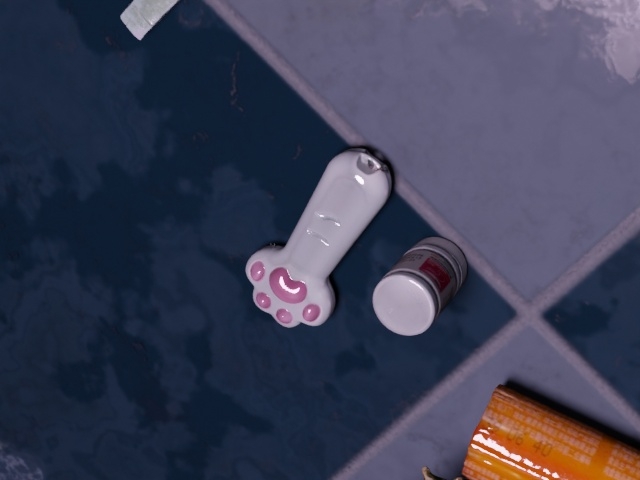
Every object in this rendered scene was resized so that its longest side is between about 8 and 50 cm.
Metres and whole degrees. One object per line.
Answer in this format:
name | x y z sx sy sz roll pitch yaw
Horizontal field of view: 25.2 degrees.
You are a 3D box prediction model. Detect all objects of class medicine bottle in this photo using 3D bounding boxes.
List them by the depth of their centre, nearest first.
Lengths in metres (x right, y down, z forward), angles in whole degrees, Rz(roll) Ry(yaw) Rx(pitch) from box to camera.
medicine bottle | 0.088 0.039 1.251 0.058 0.091 0.058 10 117 21

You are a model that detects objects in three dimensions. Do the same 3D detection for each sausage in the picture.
sausage | 0.279 0.232 1.248 0.312 0.093 0.093 25 121 13

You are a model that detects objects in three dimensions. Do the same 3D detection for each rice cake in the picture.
rice cake | -0.116 -0.237 1.264 0.170 0.029 0.033 -35 99 33

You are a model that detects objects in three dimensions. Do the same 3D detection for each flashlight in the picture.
flashlight | 0.000 0.000 1.303 0.093 0.047 0.200 38 124 6

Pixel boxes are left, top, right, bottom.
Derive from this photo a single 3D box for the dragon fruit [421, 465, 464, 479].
dragon fruit | 0.133 0.313 1.304 0.172 0.172 0.209 -4 135 27
